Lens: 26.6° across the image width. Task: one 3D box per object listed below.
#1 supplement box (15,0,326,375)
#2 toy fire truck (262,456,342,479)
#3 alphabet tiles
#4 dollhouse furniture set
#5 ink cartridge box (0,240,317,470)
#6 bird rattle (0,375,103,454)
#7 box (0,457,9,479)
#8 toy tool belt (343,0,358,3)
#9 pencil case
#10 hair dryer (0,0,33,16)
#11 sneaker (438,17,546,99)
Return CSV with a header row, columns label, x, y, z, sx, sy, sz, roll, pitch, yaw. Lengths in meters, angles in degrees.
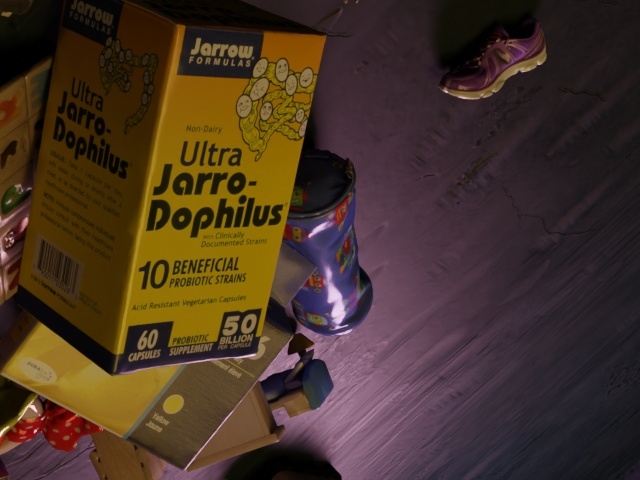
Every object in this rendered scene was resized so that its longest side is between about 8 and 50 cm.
label,x,y,z,sx,sy,sz,roll,pitch,yaw
supplement box,-0.158,-0.068,1.388,0.194,0.195,0.356,-4,114,-43
toy fire truck,-0.069,0.503,2.362,0.246,0.158,0.217,-56,145,9
alphabet tiles,-0.338,-0.033,1.401,0.342,0.011,0.285,-45,155,-39
dollhouse furniture set,-0.164,0.193,1.939,0.286,0.198,0.303,-21,-178,13
ink cartridge box,-0.183,0.093,1.627,0.303,0.072,0.307,36,95,-36
bird rattle,-0.415,0.219,1.725,0.207,0.143,0.253,-28,161,7
box,-0.567,0.401,1.822,0.293,0.057,0.201,-17,143,-28
toy tool belt,0.038,-0.295,1.530,0.083,0.051,0.052,-34,147,-4
pencil case,0.000,0.000,1.803,0.306,0.119,0.133,78,31,-54
hair dryer,-0.413,-0.165,1.242,0.293,0.080,0.223,3,132,-43
sneaker,0.222,-0.243,1.776,0.170,0.068,0.071,-33,133,-23
